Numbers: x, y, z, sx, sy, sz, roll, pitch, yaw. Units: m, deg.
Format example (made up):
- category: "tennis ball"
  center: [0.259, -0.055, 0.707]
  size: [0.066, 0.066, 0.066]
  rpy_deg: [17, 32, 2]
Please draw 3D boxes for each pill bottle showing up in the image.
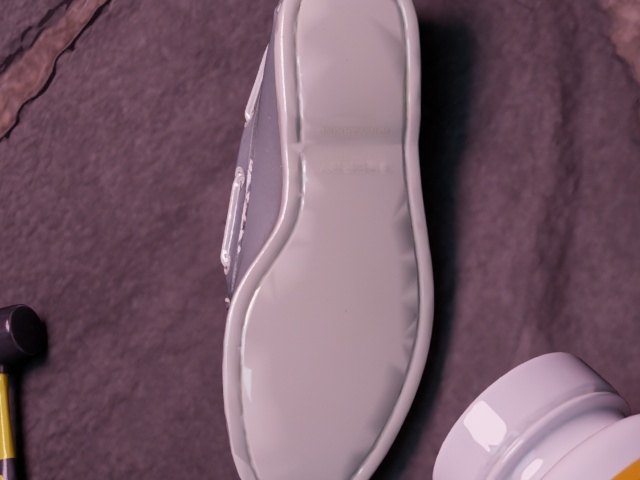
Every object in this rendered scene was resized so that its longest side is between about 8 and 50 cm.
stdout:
- category: "pill bottle"
  center: [0.166, 0.165, 0.782]
  size: [0.136, 0.136, 0.246]
  rpy_deg: [-52, 55, 10]

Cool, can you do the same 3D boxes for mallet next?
- category: "mallet"
  center: [-0.213, 0.138, 1.112]
  size: [0.062, 0.039, 0.190]
  rpy_deg: [-10, 74, 31]

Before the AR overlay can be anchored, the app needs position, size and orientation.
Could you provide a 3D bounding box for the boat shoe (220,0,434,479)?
- category: "boat shoe"
  center: [0.000, 0.000, 0.990]
  size: [0.099, 0.116, 0.319]
  rpy_deg: [160, 115, -76]
